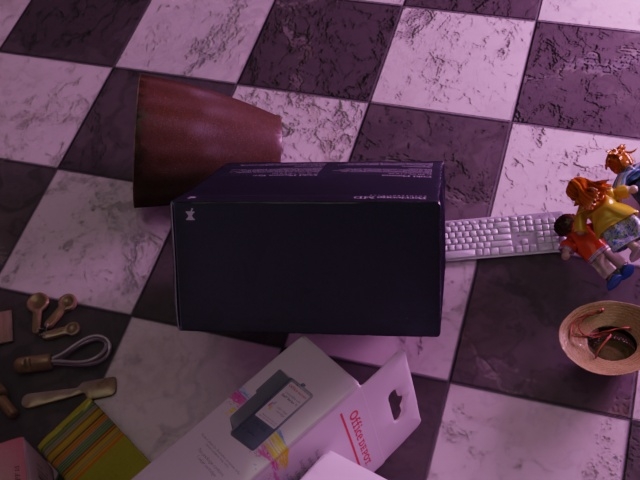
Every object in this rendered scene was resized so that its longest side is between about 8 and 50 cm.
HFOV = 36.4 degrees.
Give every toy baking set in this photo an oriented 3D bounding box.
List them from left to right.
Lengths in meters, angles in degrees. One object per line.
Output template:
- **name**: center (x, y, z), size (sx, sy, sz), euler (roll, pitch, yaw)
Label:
- **toy baking set**: center (-0.428, 0.173, 1.474), size (0.197, 0.030, 0.256), euler (-35, 58, -16)

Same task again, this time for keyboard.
- **keyboard**: center (0.252, -0.003, 1.512), size (0.256, 0.014, 0.072), euler (-5, 55, 5)

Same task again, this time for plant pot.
- **plant pot**: center (-0.182, -0.154, 1.583), size (0.230, 0.215, 0.215), euler (3, 54, -9)

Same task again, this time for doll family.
- **doll family**: center (0.465, -0.061, 1.454), size (0.263, 0.118, 0.163), euler (-29, 59, -16)

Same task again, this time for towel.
- **towel**: center (-0.289, 0.328, 1.355), size (0.102, 0.021, 0.237), euler (-44, 61, -15)

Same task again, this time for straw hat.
- **straw hat**: center (0.406, 0.152, 1.353), size (0.144, 0.061, 0.144), euler (-12, 39, 10)

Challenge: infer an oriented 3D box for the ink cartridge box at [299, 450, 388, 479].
- **ink cartridge box**: center (0.080, 0.401, 1.127), size (0.273, 0.198, 0.115), euler (23, 26, 22)

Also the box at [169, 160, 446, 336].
- **box**: center (0.000, 0.000, 1.351), size (0.343, 0.179, 0.312), euler (0, 13, 9)

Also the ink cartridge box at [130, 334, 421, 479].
- **ink cartridge box**: center (-0.043, 0.268, 1.243), size (0.353, 0.207, 0.119), euler (-38, 52, -19)

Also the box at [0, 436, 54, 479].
- **box**: center (-0.471, 0.377, 1.278), size (0.232, 0.127, 0.148), euler (-17, 56, -5)
